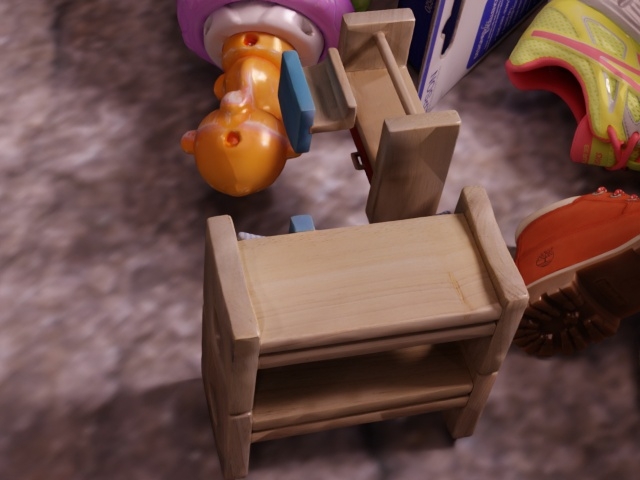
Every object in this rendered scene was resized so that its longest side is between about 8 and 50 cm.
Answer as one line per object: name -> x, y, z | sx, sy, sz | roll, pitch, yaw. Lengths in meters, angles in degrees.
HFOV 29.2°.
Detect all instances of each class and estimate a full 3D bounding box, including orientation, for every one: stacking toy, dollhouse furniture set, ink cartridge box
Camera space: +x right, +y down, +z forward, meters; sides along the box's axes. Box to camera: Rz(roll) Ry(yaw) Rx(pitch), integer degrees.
stacking toy -> -0.025, -0.156, 0.720 | 0.175, 0.165, 0.301 | 4, 64, 6
dollhouse furniture set -> 0.000, 0.000, 0.606 | 0.129, 0.129, 0.183 | -7, 53, -13
ink cartridge box -> 0.136, -0.219, 0.764 | 0.065, 0.165, 0.333 | 34, 55, 16

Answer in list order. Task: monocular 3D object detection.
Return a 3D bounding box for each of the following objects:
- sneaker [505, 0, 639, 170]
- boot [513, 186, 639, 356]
sneaker -> 0.194, -0.064, 0.722 | 0.094, 0.081, 0.208 | -41, 68, -10
boot -> 0.167, -0.005, 0.639 | 0.158, 0.059, 0.084 | -23, 36, 26
